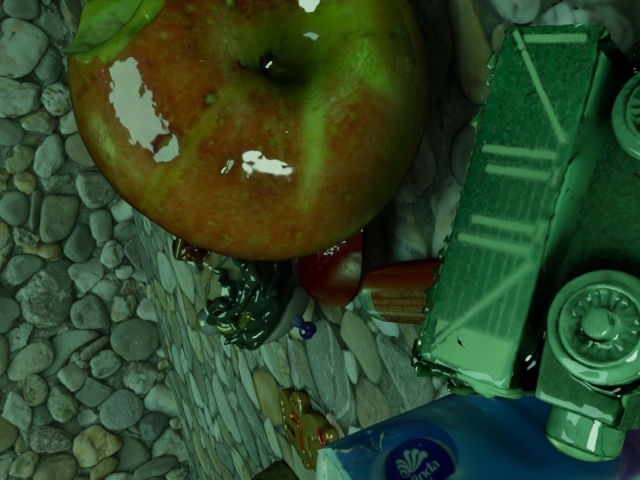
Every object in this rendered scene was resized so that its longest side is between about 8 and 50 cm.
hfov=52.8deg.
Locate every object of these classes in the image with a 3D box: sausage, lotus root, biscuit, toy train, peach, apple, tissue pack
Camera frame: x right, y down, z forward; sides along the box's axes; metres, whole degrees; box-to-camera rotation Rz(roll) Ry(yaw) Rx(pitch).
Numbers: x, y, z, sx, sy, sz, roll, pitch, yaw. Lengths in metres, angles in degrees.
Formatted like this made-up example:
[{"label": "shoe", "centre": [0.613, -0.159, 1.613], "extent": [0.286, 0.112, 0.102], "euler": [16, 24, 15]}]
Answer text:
[{"label": "sausage", "centre": [0.108, 0.053, 0.683], "extent": [0.264, 0.083, 0.083], "euler": [-11, 94, 67]}, {"label": "lotus root", "centre": [-0.101, 0.612, 1.410], "extent": [0.119, 0.138, 0.235], "euler": [25, 122, 46]}, {"label": "biscuit", "centre": [-0.023, 0.363, 1.193], "extent": [0.225, 0.036, 0.166], "euler": [27, 126, 58]}, {"label": "toy train", "centre": [0.161, -0.010, 0.393], "extent": [0.154, 0.115, 0.270], "euler": [15, 90, 42]}, {"label": "peach", "centre": [-0.003, -0.001, 0.857], "extent": [0.279, 0.068, 0.189], "euler": [112, 154, -60]}, {"label": "apple", "centre": [-0.068, -0.144, 0.633], "extent": [0.339, 0.339, 0.340], "euler": [43, 141, 49]}, {"label": "tissue pack", "centre": [0.137, 0.207, 0.487], "extent": [0.146, 0.263, 0.198], "euler": [48, 144, 44]}]

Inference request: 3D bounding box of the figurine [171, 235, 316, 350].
[{"label": "figurine", "centre": [-0.136, 0.028, 1.065], "extent": [0.382, 0.186, 0.261], "euler": [-128, 43, -51]}]
